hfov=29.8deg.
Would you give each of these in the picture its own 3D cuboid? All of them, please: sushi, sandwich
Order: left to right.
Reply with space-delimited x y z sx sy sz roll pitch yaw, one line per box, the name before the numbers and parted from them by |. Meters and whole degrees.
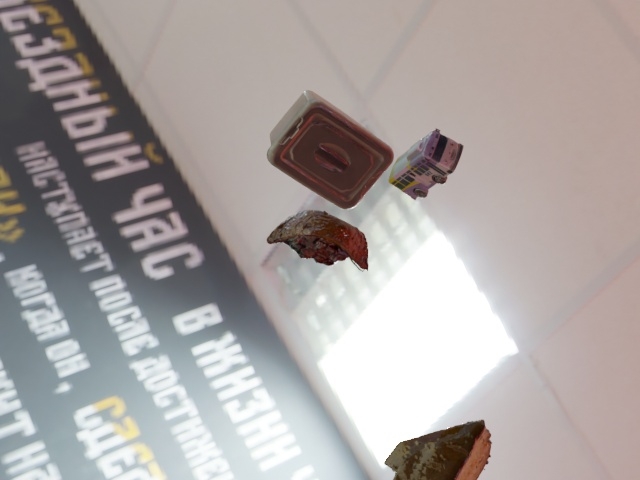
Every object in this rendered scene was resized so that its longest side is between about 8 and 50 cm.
sushi | 0.000 0.000 1.137 0.099 0.047 0.050 15 -20 9
sandwich | 0.111 0.312 1.432 0.088 0.244 0.090 26 -16 31

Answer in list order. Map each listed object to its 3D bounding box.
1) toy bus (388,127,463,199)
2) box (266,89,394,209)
toy bus | 0.136 -0.100 1.558 0.058 0.052 0.102 31 -30 -13
box | 0.008 -0.101 1.296 0.089 0.122 0.062 -49 -153 17
